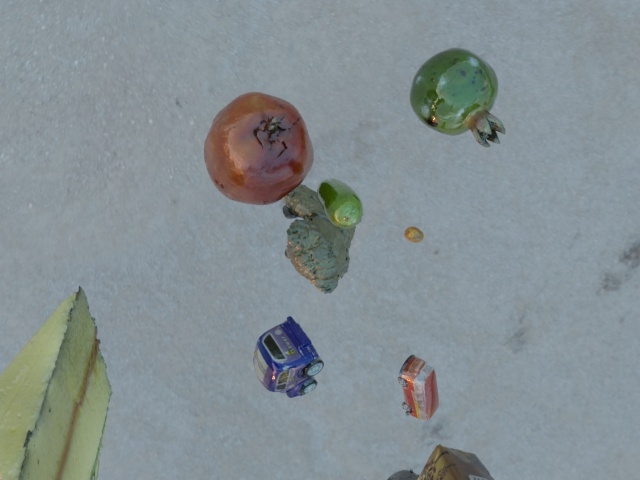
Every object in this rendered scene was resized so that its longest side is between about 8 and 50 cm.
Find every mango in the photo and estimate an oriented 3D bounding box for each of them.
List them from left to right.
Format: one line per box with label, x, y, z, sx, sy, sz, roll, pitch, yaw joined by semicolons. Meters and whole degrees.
mango;0.276;-0.014;1.976;0.046;0.060;0.089;-66;158;-4

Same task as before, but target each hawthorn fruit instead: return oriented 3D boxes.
hawthorn fruit;-0.110;-0.179;1.245;0.211;0.299;0.211;2;81;-11

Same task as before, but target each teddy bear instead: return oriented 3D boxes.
teddy bear;0.000;0.000;1.579;0.156;0.256;0.267;-23;111;32

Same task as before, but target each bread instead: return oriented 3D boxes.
bread;-0.487;0.372;1.330;0.405;0.242;0.346;-49;148;-27

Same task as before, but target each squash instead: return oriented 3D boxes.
squash;0.031;-0.071;1.194;0.066;0.201;0.066;-3;108;-9

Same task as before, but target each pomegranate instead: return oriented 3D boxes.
pomegranate;0.292;-0.285;1.386;0.187;0.225;0.187;-28;155;-15

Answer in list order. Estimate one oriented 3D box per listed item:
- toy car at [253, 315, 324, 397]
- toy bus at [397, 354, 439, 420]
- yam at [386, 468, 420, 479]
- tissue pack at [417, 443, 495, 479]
toy car;-0.104;0.347;1.909;0.158;0.172;0.235;-18;141;-27
toy bus;0.241;0.358;1.632;0.079;0.077;0.174;-44;137;-33
yam;0.192;0.651;1.624;0.131;0.279;0.131;0;90;15
tissue pack;0.175;0.391;0.851;0.091;0.226;0.183;20;97;-7
